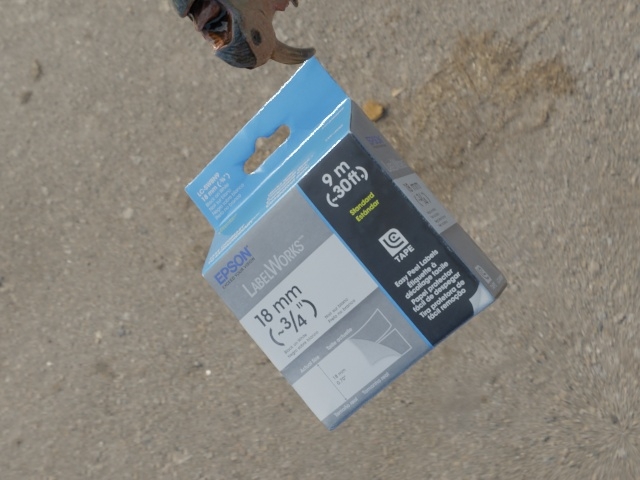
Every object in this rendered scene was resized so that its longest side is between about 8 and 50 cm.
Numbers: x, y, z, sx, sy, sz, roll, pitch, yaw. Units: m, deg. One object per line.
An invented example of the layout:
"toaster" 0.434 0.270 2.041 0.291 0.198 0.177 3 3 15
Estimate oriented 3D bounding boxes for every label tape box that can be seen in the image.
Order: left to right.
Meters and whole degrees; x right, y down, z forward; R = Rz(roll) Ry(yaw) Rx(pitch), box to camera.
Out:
"label tape box" 0.000 0.000 0.938 0.240 0.106 0.334 -43 83 22

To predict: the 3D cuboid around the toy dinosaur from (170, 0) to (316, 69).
"toy dinosaur" -0.025 -0.243 0.486 0.200 0.127 0.296 40 80 -16
